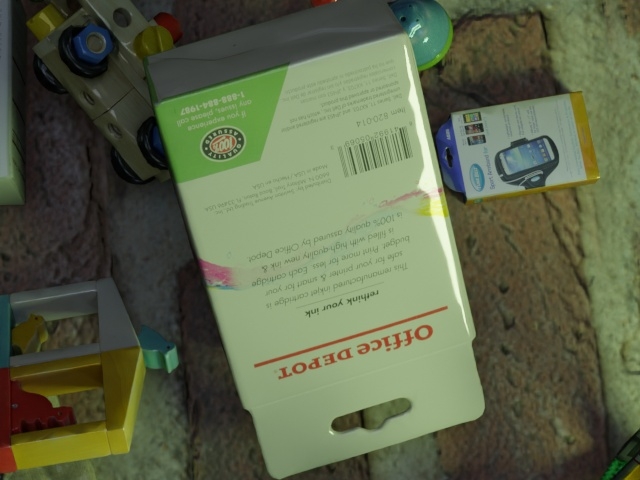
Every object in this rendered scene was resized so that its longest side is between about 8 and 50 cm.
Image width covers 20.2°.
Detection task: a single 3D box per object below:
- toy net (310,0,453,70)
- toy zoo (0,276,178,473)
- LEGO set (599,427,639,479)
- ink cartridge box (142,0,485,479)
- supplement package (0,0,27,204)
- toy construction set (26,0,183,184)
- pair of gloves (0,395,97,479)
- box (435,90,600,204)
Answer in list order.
[{"bbox_3d":[0.055,-0.265,1.608,0.122,0.045,0.232,-3,76,19],"label":"toy net"},{"bbox_3d":[-0.263,0.115,1.472,0.293,0.030,0.192,-9,38,-3],"label":"toy zoo"},{"bbox_3d":[0.299,0.255,1.385,0.255,0.192,0.331,45,55,12],"label":"LEGO set"},{"bbox_3d":[0.000,0.000,1.468,0.207,0.119,0.354,-16,116,-5],"label":"ink cartridge box"},{"bbox_3d":[-0.309,-0.126,1.537,0.105,0.105,0.179,-1,79,-2],"label":"supplement package"},{"bbox_3d":[-0.125,-0.177,1.540,0.327,0.151,0.215,43,59,1],"label":"toy construction set"},{"bbox_3d":[-0.304,0.229,1.503,0.240,0.042,0.204,-23,79,-6],"label":"pair of gloves"},{"bbox_3d":[0.171,-0.080,1.581,0.136,0.028,0.081,-9,80,-1],"label":"box"}]
